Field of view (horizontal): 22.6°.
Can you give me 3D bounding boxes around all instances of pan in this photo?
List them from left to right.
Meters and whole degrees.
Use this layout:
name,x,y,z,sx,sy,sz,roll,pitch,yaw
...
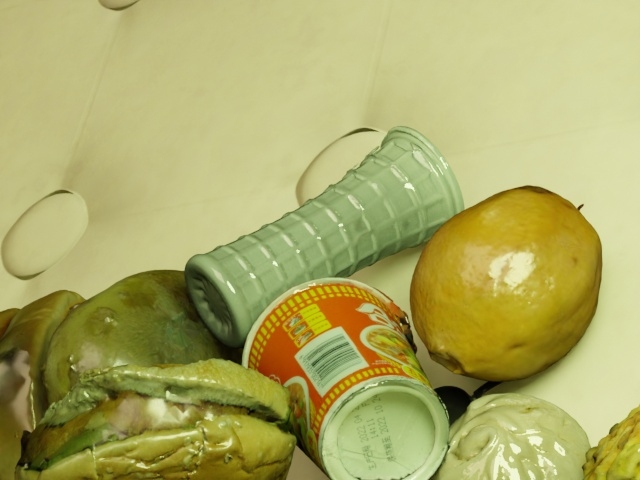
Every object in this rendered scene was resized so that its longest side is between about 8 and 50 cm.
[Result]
name,x,y,z,sx,sy,sz,roll,pitch,yaw
pan,0.150,0.173,1.672,0.115,0.023,0.068,-30,42,8

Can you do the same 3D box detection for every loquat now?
name,x,y,z,sx,sy,sz,roll,pitch,yaw
loquat,0.193,0.040,1.645,0.187,0.176,0.234,33,70,36

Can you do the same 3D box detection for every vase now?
name,x,y,z,sx,sy,sz,roll,pitch,yaw
vase,0.000,0.000,1.759,0.299,0.143,0.143,-29,36,-24

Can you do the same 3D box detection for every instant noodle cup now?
name,x,y,z,sx,sy,sz,roll,pitch,yaw
instant noodle cup,0.037,0.157,1.607,0.193,0.193,0.212,-42,24,0

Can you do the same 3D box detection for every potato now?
name,x,y,z,sx,sy,sz,roll,pitch,yaw
potato,-0.186,0.140,1.785,0.173,0.210,0.307,-43,-2,33

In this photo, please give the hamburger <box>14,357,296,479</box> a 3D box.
name,x,y,z,sx,sy,sz,roll,pitch,yaw
hamburger,-0.156,0.223,1.527,0.265,0.285,0.134,1,62,-6

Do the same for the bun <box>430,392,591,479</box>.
name,x,y,z,sx,sy,sz,roll,pitch,yaw
bun,0.176,0.224,1.552,0.183,0.102,0.183,-18,49,22

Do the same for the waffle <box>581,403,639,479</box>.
name,x,y,z,sx,sy,sz,roll,pitch,yaw
waffle,0.342,0.134,1.408,0.281,0.301,0.058,-44,81,17

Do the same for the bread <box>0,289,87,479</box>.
name,x,y,z,sx,sy,sz,roll,pitch,yaw
bread,-0.394,0.209,1.916,0.341,0.210,0.301,-13,47,29
